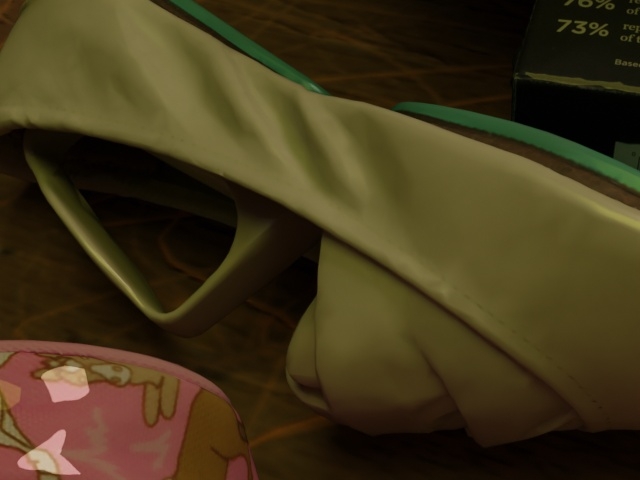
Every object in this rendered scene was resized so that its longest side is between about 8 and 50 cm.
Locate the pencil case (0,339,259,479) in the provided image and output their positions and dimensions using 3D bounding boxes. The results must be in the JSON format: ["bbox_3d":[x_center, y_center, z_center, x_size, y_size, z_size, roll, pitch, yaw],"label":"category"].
[{"bbox_3d":[-0.056,0.202,0.258,0.160,0.167,0.386,-32,50,13],"label":"pencil case"}]

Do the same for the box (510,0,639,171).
[{"bbox_3d":[0.177,-0.091,0.505,0.153,0.108,0.207,11,52,17],"label":"box"}]

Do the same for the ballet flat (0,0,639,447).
[{"bbox_3d":[0.000,0.000,0.457,0.400,0.139,0.139,29,59,32],"label":"ballet flat"}]
